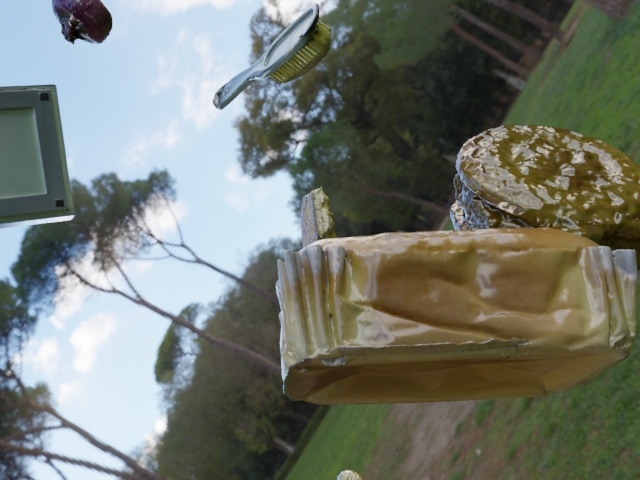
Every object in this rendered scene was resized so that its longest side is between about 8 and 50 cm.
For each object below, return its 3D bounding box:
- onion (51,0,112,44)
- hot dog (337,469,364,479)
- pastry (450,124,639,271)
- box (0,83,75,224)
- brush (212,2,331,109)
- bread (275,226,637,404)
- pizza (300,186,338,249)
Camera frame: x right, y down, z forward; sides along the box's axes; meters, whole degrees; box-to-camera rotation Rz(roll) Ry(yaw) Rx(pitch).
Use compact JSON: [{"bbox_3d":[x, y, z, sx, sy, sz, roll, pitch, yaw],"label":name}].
[{"bbox_3d":[-0.442,-0.409,1.261,0.115,0.115,0.104,99,-164,-75],"label":"onion"},{"bbox_3d":[0.089,0.520,1.196,0.084,0.073,0.242,71,-178,-58],"label":"hot dog"},{"bbox_3d":[0.272,-0.032,0.794,0.235,0.240,0.132,-124,31,-46],"label":"pastry"},{"bbox_3d":[-0.542,-0.135,1.139,0.117,0.225,0.224,173,88,-67],"label":"box"},{"bbox_3d":[-0.067,-0.247,0.997,0.297,0.060,0.068,-18,50,54],"label":"brush"},{"bbox_3d":[0.089,0.054,0.496,0.136,0.241,0.107,100,167,-65],"label":"bread"},{"bbox_3d":[0.001,0.000,0.820,0.099,0.036,0.160,105,162,-49],"label":"pizza"}]
